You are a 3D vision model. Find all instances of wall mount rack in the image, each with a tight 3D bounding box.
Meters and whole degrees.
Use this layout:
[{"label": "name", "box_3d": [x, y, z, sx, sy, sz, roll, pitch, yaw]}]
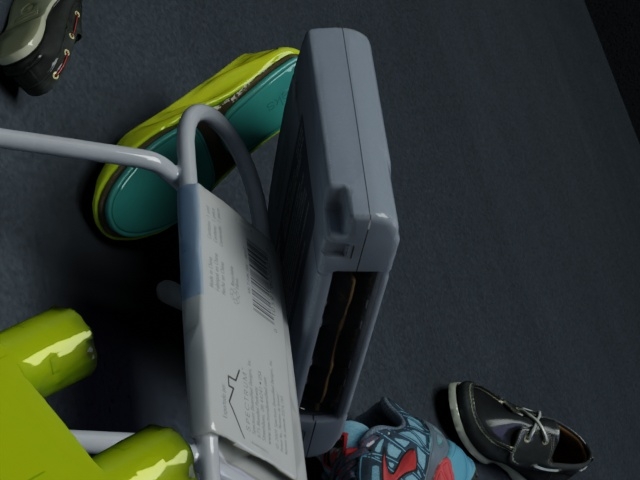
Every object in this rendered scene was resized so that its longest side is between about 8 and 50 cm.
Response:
[{"label": "wall mount rack", "box_3d": [-0.121, 0.058, 0.900, 0.304, 0.130, 0.350, 41, 34, -50]}]

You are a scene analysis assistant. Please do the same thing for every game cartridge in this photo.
[{"label": "game cartridge", "box_3d": [0.000, 0.000, 1.056, 0.297, 0.062, 0.198, 103, -12, -51]}]

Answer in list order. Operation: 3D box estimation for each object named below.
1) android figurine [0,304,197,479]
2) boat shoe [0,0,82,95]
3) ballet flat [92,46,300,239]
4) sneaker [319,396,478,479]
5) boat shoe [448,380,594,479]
[{"label": "android figurine", "box_3d": [-0.189, 0.127, 0.655, 0.248, 0.056, 0.273, 47, 44, 14]}, {"label": "boat shoe", "box_3d": [-0.193, -0.153, 1.025, 0.042, 0.049, 0.133, 56, 28, -34]}, {"label": "ballet flat", "box_3d": [-0.098, -0.077, 1.092, 0.231, 0.077, 0.077, -40, 130, -31]}, {"label": "sneaker", "box_3d": [0.034, 0.208, 1.142, 0.125, 0.104, 0.262, 47, 21, -1]}, {"label": "boat shoe", "box_3d": [0.205, 0.195, 1.497, 0.233, 0.079, 0.084, 37, 39, -45]}]
